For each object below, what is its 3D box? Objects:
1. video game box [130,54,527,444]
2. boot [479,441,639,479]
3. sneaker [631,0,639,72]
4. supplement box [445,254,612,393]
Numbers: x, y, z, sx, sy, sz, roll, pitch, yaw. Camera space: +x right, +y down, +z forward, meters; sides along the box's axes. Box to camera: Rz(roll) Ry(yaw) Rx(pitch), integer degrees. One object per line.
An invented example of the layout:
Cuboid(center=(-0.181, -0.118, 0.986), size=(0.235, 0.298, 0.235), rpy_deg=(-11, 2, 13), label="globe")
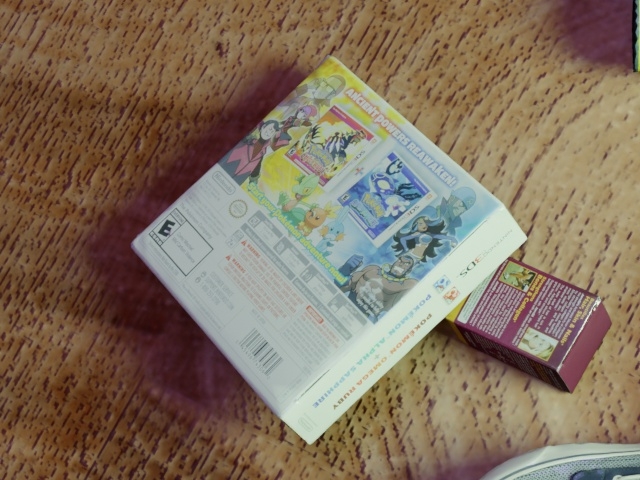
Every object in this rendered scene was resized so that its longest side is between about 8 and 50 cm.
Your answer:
Cuboid(center=(0.000, 0.000, 1.235), size=(0.187, 0.048, 0.205), rpy_deg=(-45, 46, 0), label="video game box")
Cuboid(center=(0.170, 0.159, 1.097), size=(0.190, 0.069, 0.086), rpy_deg=(-14, 23, 14), label="boot")
Cuboid(center=(0.240, -0.200, 1.250), size=(0.082, 0.069, 0.209), rpy_deg=(-1, 68, 9), label="sneaker")
Cuboid(center=(0.128, 0.049, 1.193), size=(0.083, 0.043, 0.055), rpy_deg=(26, 76, 28), label="supplement box")
